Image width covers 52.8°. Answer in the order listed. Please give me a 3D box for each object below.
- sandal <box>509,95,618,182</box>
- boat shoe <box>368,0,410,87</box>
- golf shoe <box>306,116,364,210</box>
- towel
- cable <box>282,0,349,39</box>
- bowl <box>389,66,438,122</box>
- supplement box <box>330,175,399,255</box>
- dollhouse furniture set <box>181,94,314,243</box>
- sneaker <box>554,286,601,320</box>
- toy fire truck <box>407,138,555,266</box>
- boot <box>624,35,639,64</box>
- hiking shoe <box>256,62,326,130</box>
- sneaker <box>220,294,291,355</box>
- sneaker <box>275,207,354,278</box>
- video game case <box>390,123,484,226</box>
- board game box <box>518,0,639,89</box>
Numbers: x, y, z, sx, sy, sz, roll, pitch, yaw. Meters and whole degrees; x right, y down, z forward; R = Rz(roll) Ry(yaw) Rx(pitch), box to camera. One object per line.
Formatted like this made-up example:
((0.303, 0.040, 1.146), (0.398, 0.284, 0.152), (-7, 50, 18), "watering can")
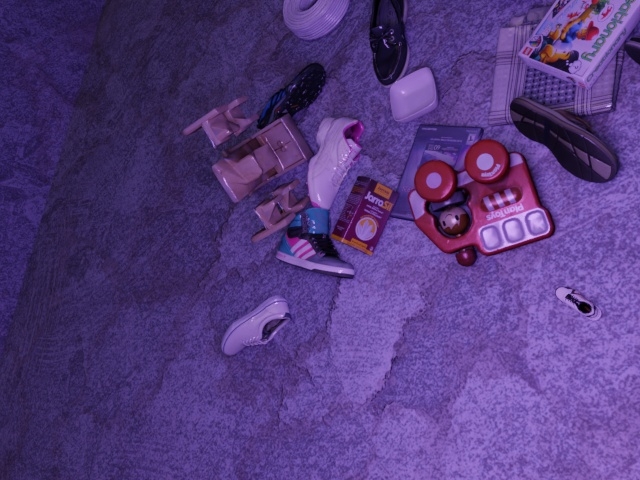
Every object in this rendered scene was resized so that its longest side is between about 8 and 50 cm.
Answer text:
((0.559, -0.249, 1.467), (0.086, 0.120, 0.303), (-29, 55, -15), "sandal")
((0.197, -0.626, 1.941), (0.127, 0.113, 0.340), (-6, 68, 38), "boat shoe")
((0.046, -0.232, 1.899), (0.140, 0.115, 0.307), (-2, 71, 36), "golf shoe")
((0.576, -0.445, 1.579), (0.312, 0.056, 0.325), (1, 71, 41), "towel")
((-0.016, -0.823, 2.227), (0.257, 0.089, 0.257), (-1, 71, 40), "cable")
((0.271, -0.403, 1.821), (0.142, 0.053, 0.142), (-23, 58, 32), "bowl")
((0.120, -0.068, 1.747), (0.188, 0.104, 0.081), (-65, 25, 0), "supplement box")
((-0.222, -0.213, 1.921), (0.256, 0.362, 0.394), (-27, 12, 28), "dollhouse furniture set")
((0.541, 0.127, 1.362), (0.109, 0.043, 0.040), (37, 99, 45), "sneaker")
((0.367, -0.079, 1.521), (0.302, 0.169, 0.254), (-21, 77, 22), "toy fire truck")
((0.798, -0.437, 1.368), (0.236, 0.085, 0.179), (33, 92, 37), "boot")
((-0.110, -0.474, 2.135), (0.304, 0.113, 0.132), (-49, 48, 13), "hiking shoe")
((-0.193, 0.266, 1.888), (0.258, 0.094, 0.091), (-42, 45, 17), "sneaker")
((0.000, 0.000, 1.832), (0.295, 0.123, 0.179), (16, 91, 44), "sneaker")
((0.304, -0.177, 1.712), (0.196, 0.026, 0.274), (13, 79, 43), "video game case")
((0.634, -0.521, 1.505), (0.193, 0.053, 0.305), (39, 98, 39), "board game box")
